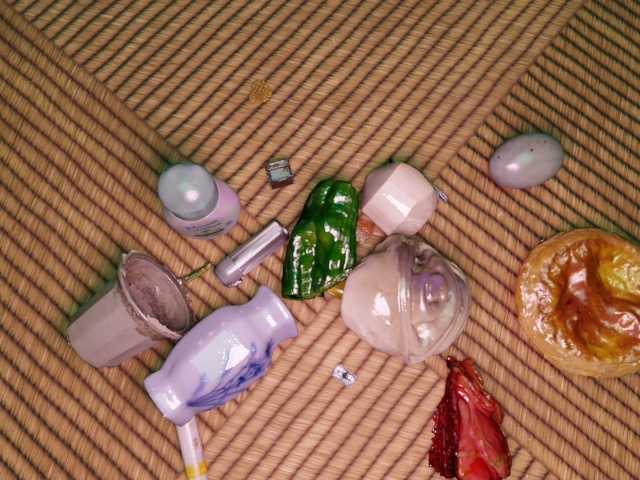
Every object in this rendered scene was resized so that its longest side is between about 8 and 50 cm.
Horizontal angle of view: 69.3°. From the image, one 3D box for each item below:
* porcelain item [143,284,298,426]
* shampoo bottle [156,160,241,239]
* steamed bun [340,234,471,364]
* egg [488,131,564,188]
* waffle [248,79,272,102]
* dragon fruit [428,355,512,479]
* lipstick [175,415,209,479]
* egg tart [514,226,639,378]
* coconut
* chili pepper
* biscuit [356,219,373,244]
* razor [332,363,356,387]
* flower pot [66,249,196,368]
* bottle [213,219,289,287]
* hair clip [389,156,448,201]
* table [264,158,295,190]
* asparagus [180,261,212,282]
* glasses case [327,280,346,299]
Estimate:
[{"bbox_3d":[-0.259,0.313,1.265,0.405,0.242,0.178,-39,63,-18],"label":"porcelain item"},{"bbox_3d":[-0.345,-0.109,1.299,0.222,0.349,0.151,-11,78,-4],"label":"shampoo bottle"},{"bbox_3d":[0.251,0.138,1.259,0.352,0.247,0.339,32,51,-4],"label":"steamed bun"},{"bbox_3d":[0.638,-0.248,1.443,0.236,0.169,0.169,-13,79,-4],"label":"egg"},{"bbox_3d":[-0.203,-0.501,1.555,0.078,0.016,0.085,-5,79,-6],"label":"waffle"},{"bbox_3d":[0.441,0.481,1.249,0.228,0.286,0.329,11,70,5],"label":"dragon fruit"},{"bbox_3d":[-0.372,0.550,1.307,0.059,0.059,0.264,-16,79,-5],"label":"lipstick"},{"bbox_3d":[0.773,0.180,1.353,0.443,0.178,0.443,0,78,1],"label":"egg tart"},{"bbox_3d":[0.226,-0.127,1.378,0.241,0.241,0.241,0,78,-1],"label":"coconut"},{"bbox_3d":[-0.002,-0.003,1.351,0.213,0.167,0.385,8,77,41],"label":"chili pepper"},{"bbox_3d":[0.123,-0.025,1.462,0.091,0.015,0.078,-12,80,-4],"label":"biscuit"},{"bbox_3d":[0.074,0.386,1.313,0.068,0.135,0.040,35,76,6],"label":"razor"},{"bbox_3d":[-0.528,0.211,1.286,0.259,0.290,0.290,-37,81,7],"label":"flower pot"},{"bbox_3d":[-0.206,0.044,1.412,0.254,0.079,0.096,-39,120,-10],"label":"bottle"},{"bbox_3d":[0.313,-0.191,1.491,0.229,0.039,0.070,25,77,3],"label":"hair clip"},{"bbox_3d":[-0.129,-0.213,1.461,0.083,0.082,0.070,-15,79,-5],"label":"table"},{"bbox_3d":[-0.379,0.099,1.419,0.108,0.025,0.021,-32,59,-7],"label":"asparagus"},{"bbox_3d":[0.134,0.167,1.394,0.234,0.064,0.079,23,57,1],"label":"glasses case"}]
